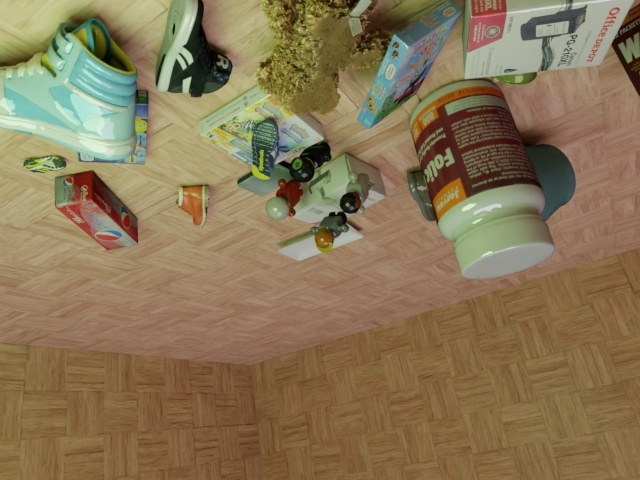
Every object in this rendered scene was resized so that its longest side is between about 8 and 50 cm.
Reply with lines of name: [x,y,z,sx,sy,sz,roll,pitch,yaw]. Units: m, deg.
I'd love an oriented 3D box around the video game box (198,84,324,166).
video game box: [-0.122,-0.238,1.063,0.187,0.048,0.205,-25,153,25]

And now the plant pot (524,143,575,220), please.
plant pot: [0.522,-0.138,1.323,0.255,0.271,0.271,-21,159,-13]

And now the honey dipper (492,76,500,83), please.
honey dipper: [0.437,-0.372,1.024,0.161,0.030,0.030,-20,155,29]

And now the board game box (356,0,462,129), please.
board game box: [0.159,-0.318,0.908,0.160,0.039,0.211,-41,168,-27]

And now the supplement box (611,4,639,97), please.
supplement box: [0.688,-0.346,0.974,0.129,0.194,0.191,-29,151,36]

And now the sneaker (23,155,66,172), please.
sneaker: [-0.591,-0.163,1.061,0.083,0.031,0.035,-2,169,-10]

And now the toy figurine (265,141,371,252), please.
toy figurine: [-0.003,-0.101,1.164,0.209,0.148,0.213,38,128,-3]

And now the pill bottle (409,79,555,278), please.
pill bottle: [0.345,-0.129,1.073,0.224,0.392,0.224,-9,156,-4]

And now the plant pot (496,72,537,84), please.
plant pot: [0.392,-0.364,0.968,0.083,0.083,0.079,-11,145,0]

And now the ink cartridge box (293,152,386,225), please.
ink cartridge box: [0.043,-0.127,1.326,0.218,0.092,0.158,-26,152,35]

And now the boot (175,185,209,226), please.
boot: [-0.339,-0.091,1.298,0.085,0.059,0.158,0,146,-16]

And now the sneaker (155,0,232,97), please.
sneaker: [-0.196,-0.321,0.819,0.121,0.079,0.217,0,163,-30]

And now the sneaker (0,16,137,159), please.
sneaker: [-0.441,-0.275,0.784,0.319,0.127,0.208,16,123,-13]

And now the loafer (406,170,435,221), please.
loafer: [0.328,-0.129,1.438,0.087,0.094,0.251,-16,156,22]

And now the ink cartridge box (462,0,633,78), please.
ink cartridge box: [0.367,-0.372,0.827,0.237,0.100,0.172,-2,164,12]

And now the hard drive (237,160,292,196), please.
hard drive: [-0.133,-0.162,1.260,0.135,0.022,0.094,-26,152,30]

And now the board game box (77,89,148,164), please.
board game box: [-0.418,-0.224,0.981,0.136,0.035,0.201,0,154,-23]

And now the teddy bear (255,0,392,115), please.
teddy bear: [0.013,-0.362,0.793,0.245,0.113,0.338,-14,151,-16]

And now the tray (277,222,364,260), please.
tray: [0.000,0.000,1.673,0.270,0.030,0.145,-21,154,22]

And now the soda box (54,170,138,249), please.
soda box: [-0.547,-0.066,1.224,0.092,0.083,0.263,-10,157,0]

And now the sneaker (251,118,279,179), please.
sneaker: [-0.114,-0.199,1.038,0.053,0.059,0.144,21,136,3]
